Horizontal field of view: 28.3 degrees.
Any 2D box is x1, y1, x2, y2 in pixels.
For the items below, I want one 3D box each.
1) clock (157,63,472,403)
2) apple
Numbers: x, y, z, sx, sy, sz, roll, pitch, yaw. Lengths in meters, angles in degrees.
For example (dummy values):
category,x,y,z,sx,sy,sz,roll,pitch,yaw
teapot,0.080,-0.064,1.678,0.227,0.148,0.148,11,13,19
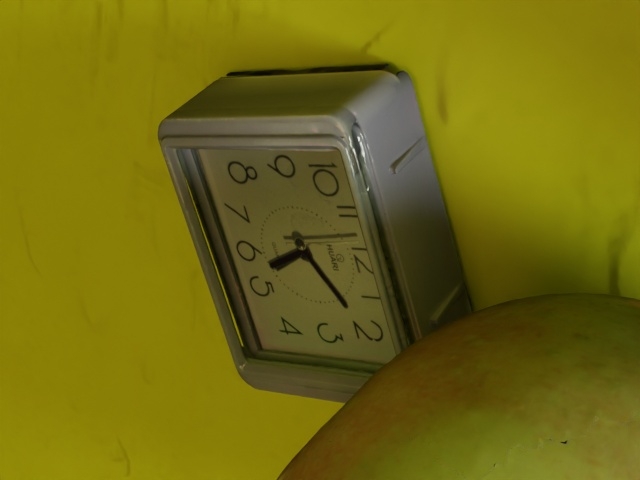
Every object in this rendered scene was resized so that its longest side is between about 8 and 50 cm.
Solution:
category,x,y,z,sx,sy,sz,roll,pitch,yaw
clock,0.001,0.000,0.750,0.145,0.073,0.193,3,121,37
apple,0.122,0.186,0.618,0.277,0.319,0.319,38,137,26
